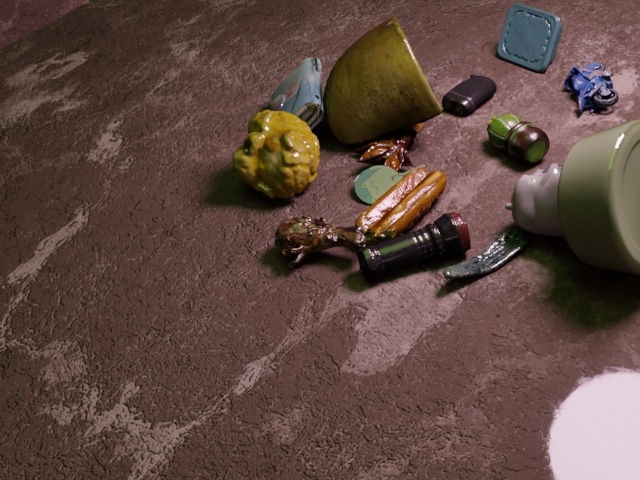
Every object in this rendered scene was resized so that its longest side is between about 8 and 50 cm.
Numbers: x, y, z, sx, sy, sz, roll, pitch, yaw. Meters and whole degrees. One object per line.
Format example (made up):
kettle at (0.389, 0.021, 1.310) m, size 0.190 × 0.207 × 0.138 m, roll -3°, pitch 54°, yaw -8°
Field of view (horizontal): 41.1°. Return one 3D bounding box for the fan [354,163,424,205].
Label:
fan at (0.162, -0.140, 1.974) m, size 0.175 × 0.005 × 0.113 m, roll -25°, pitch 58°, yaw -7°

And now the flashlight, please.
flashlight at (0.188, 0.018, 1.746) m, size 0.231 × 0.093 × 0.093 m, roll -20°, pitch 38°, yaw -4°

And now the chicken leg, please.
chicken leg at (-0.001, -0.005, 1.811) m, size 0.196 × 0.081 × 0.125 m, roll -9°, pitch 41°, yaw 5°

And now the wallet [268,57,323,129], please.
wallet at (-0.063, -0.356, 2.216) m, size 0.176 × 0.075 × 0.250 m, roll -41°, pitch 28°, yaw 27°

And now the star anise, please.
star anise at (0.154, -0.212, 2.061) m, size 0.156 × 0.054 × 0.212 m, roll 2°, pitch 43°, yaw 8°

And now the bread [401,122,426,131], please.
bread at (0.208, -0.317, 2.186) m, size 0.132 × 0.053 × 0.074 m, roll 19°, pitch 45°, yaw 36°

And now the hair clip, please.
hair clip at (0.331, 0.035, 1.724) m, size 0.229 × 0.036 × 0.066 m, roll -25°, pitch 43°, yaw -29°

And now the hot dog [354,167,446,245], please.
hot dog at (0.174, -0.074, 1.868) m, size 0.115 × 0.072 × 0.269 m, roll 25°, pitch 51°, yaw 35°

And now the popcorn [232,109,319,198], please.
popcorn at (-0.108, -0.198, 2.027) m, size 0.203 × 0.226 × 0.200 m, roll -37°, pitch -10°, yaw 24°

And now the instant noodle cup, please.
instant noodle cup at (0.586, -0.558, 2.352) m, size 0.070 × 0.157 × 0.179 m, roll -8°, pitch 31°, yaw -38°

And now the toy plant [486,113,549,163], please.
toy plant at (0.457, -0.245, 2.010) m, size 0.092 × 0.093 × 0.162 m, roll -25°, pitch 40°, yaw -19°

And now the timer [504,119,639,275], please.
timer at (0.515, -0.078, 1.689) m, size 0.290 × 0.291 × 0.315 m, roll -40°, pitch 24°, yaw -33°

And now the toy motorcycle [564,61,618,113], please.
toy motorcycle at (0.684, -0.393, 2.172) m, size 0.114 × 0.076 × 0.205 m, roll -12°, pitch 39°, yaw 12°

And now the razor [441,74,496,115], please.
razor at (0.391, -0.382, 2.229) m, size 0.090 × 0.054 × 0.148 m, roll 30°, pitch 53°, yaw 35°

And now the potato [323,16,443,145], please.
potato at (0.110, -0.401, 2.122) m, size 0.280 × 0.213 × 0.330 m, roll -28°, pitch 35°, yaw 13°
